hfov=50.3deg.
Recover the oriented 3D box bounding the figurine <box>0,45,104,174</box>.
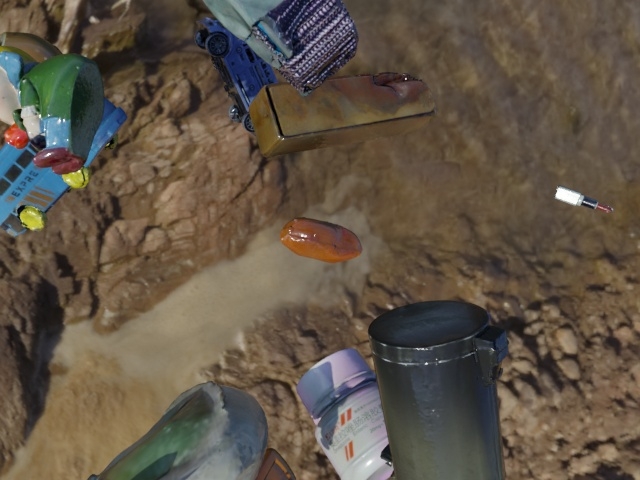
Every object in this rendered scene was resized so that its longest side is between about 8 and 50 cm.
[{"bbox_3d":[-0.440,-0.196,1.012,0.127,0.234,0.185,-3,100,-75],"label":"figurine"}]

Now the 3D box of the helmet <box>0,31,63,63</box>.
[{"bbox_3d":[-0.597,-0.337,1.452,0.130,0.198,0.224,-8,142,-2],"label":"helmet"}]

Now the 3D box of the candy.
[{"bbox_3d":[-0.255,0.428,1.235,0.386,0.427,0.186,-35,96,-16],"label":"candy"}]

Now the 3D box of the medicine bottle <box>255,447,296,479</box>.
[{"bbox_3d":[-0.178,0.536,1.440,0.112,0.222,0.149,58,34,-17],"label":"medicine bottle"}]

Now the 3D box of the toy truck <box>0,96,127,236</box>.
[{"bbox_3d":[-0.545,-0.157,1.357,0.162,0.385,0.161,42,40,-21],"label":"toy truck"}]

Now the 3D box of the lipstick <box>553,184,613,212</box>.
[{"bbox_3d":[0.491,-0.073,1.269,0.025,0.107,0.025,-34,145,-69],"label":"lipstick"}]

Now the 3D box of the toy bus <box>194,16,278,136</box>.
[{"bbox_3d":[-0.177,-0.390,1.586,0.133,0.125,0.292,-31,122,-11],"label":"toy bus"}]

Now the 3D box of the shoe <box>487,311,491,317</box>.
[{"bbox_3d":[0.359,0.226,1.687,0.245,0.137,0.095,-50,131,-75],"label":"shoe"}]

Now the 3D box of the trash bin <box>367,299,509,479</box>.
[{"bbox_3d":[0.203,0.276,1.151,0.203,0.252,0.302,-27,111,-50],"label":"trash bin"}]

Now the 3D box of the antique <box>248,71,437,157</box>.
[{"bbox_3d":[0.044,-0.216,1.136,0.309,0.087,0.093,-13,81,-25],"label":"antique"}]

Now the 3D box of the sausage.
[{"bbox_3d":[0.000,0.000,1.457,0.179,0.089,0.089,16,82,-16],"label":"sausage"}]

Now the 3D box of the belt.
[{"bbox_3d":[-0.089,-0.309,0.749,0.122,0.260,0.325,-40,101,5],"label":"belt"}]

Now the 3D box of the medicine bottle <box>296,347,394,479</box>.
[{"bbox_3d":[0.096,0.454,1.747,0.241,0.302,0.241,-27,150,-17],"label":"medicine bottle"}]
